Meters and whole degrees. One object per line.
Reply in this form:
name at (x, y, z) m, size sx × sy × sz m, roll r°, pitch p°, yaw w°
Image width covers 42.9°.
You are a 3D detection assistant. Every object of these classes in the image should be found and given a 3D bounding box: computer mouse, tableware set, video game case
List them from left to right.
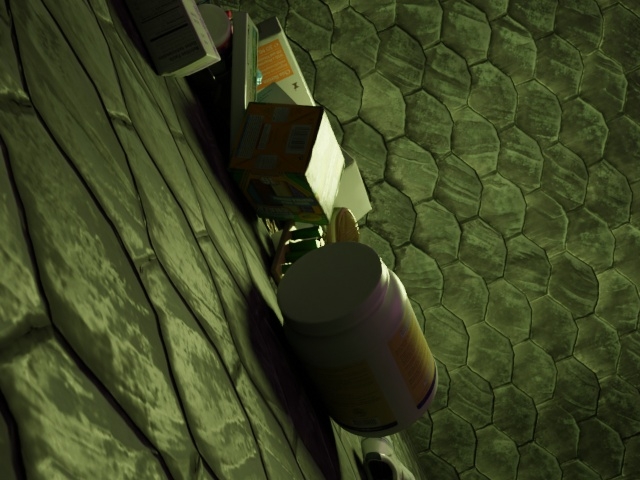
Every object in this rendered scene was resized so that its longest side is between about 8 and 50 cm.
computer mouse at (-0.291, -0.403, 1.681) m, size 0.242 × 0.041 × 0.071 m, roll 56°, pitch -9°, yaw -32°
video game case at (-0.177, -0.344, 1.895) m, size 0.300 × 0.036 × 0.329 m, roll -88°, pitch 180°, yaw -82°
tableware set at (-0.115, -0.035, 2.023) m, size 0.141 × 0.020 × 0.169 m, roll -108°, pitch 174°, yaw -57°

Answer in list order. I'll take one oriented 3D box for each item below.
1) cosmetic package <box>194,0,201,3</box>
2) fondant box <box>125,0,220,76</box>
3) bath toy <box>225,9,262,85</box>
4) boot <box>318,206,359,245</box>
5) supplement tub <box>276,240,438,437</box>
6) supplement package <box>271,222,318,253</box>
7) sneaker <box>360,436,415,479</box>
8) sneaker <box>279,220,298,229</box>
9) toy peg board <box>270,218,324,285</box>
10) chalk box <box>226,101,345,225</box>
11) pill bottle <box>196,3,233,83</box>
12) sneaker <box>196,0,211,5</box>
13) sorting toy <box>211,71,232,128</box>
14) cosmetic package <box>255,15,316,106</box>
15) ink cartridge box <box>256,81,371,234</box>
cosmetic package at (-0.324, -0.598, 1.703) m, size 0.107 × 0.127 × 0.238 m, roll -106°, pitch 174°, yaw -71°
fondant box at (-0.297, -0.460, 1.448) m, size 0.238 × 0.096 × 0.330 m, roll -96°, pitch 164°, yaw -79°
bath toy at (-0.250, -0.488, 2.085) m, size 0.348 × 0.129 × 0.151 m, roll 57°, pitch 10°, yaw -66°
boot at (0.000, 0.000, 2.081) m, size 0.203 × 0.095 × 0.262 m, roll 25°, pitch -37°, yaw 32°
supplement tub at (0.071, 0.189, 1.549) m, size 0.241 × 0.241 × 0.331 m, roll -109°, pitch 175°, yaw -53°
supplement package at (-0.032, 0.058, 1.951) m, size 0.105 × 0.105 × 0.179 m, roll -109°, pitch 175°, yaw -59°
sneaker at (0.148, 0.539, 1.828) m, size 0.258 × 0.094 × 0.091 m, roll 62°, pitch 26°, yaw -29°
sneaker at (-0.098, -0.114, 2.081) m, size 0.100 × 0.108 × 0.271 m, roll 46°, pitch -9°, yaw 38°
toy peg board at (-0.027, 0.059, 1.777) m, size 0.161 × 0.079 × 0.161 m, roll -75°, pitch 148°, yaw -44°
chalk box at (-0.061, -0.152, 1.814) m, size 0.289 × 0.179 × 0.180 m, roll 64°, pitch 37°, yaw -60°
pill bottle at (-0.244, -0.427, 1.806) m, size 0.193 × 0.108 × 0.108 m, roll 95°, pitch -26°, yaw -73°
sneaker at (-0.311, -0.594, 1.862) m, size 0.104 × 0.125 × 0.262 m, roll 58°, pitch 9°, yaw -71°
sorting toy at (-0.223, -0.375, 2.005) m, size 0.208 × 0.038 × 0.193 m, roll 63°, pitch 32°, yaw -68°
cosmetic package at (-0.146, -0.447, 2.596) m, size 0.161 × 0.230 × 0.453 m, roll -107°, pitch 172°, yaw -57°
ink cartridge box at (-0.046, -0.222, 2.308) m, size 0.385 × 0.160 × 0.279 m, roll 48°, pitch -8°, yaw 30°
